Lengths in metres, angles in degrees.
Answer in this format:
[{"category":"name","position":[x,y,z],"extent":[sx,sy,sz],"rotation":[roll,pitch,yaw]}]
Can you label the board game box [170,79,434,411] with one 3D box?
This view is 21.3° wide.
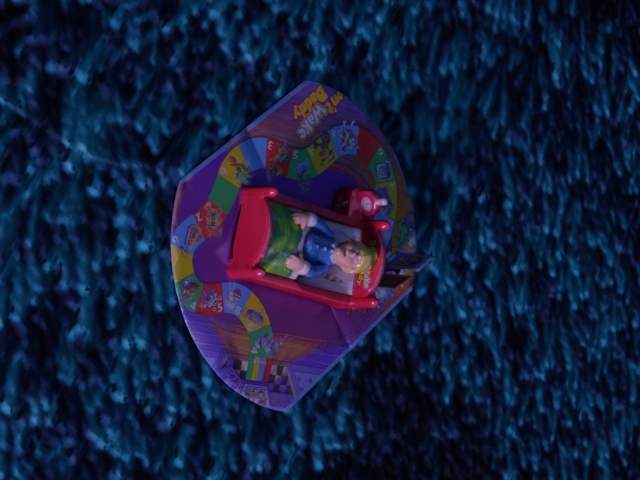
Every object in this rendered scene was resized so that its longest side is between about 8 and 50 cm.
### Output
[{"category":"board game box","position":[0.000,0.000,0.851],"extent":[0.169,0.033,0.133],"rotation":[-42,116,-37]}]
